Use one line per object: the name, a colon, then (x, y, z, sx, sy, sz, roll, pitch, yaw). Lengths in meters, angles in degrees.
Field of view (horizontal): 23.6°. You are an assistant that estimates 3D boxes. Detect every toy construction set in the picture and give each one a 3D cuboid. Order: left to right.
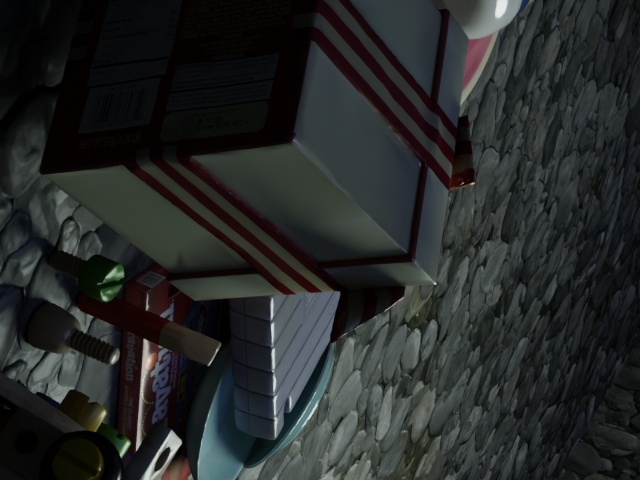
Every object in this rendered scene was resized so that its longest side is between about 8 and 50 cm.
toy construction set: (-0.177, 0.157, 1.193, 0.309, 0.237, 0.257, -49, 151, -41)

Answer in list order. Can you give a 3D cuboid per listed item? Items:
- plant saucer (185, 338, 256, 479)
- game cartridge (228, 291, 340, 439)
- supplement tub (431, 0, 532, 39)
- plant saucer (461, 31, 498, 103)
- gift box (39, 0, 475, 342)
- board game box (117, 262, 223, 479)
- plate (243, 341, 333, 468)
plant saucer: (-0.098, 0.169, 1.575, 0.195, 0.037, 0.195, 16, 90, -74)
game cartridge: (0.000, 0.000, 1.563, 0.230, 0.068, 0.355, 85, 26, -44)
supplement tub: (0.194, -0.372, 1.504, 0.316, 0.228, 0.228, -42, 149, -19)
plant saucer: (0.129, -0.262, 1.727, 0.332, 0.084, 0.332, -48, 149, -42)
gift box: (-0.046, -0.078, 1.176, 0.258, 0.255, 0.276, 41, 56, -50)
board game box: (-0.149, 0.137, 1.519, 0.145, 0.027, 0.281, -37, 142, -51)
plate: (-0.031, 0.168, 1.674, 0.188, 0.024, 0.188, -52, -164, 21)
